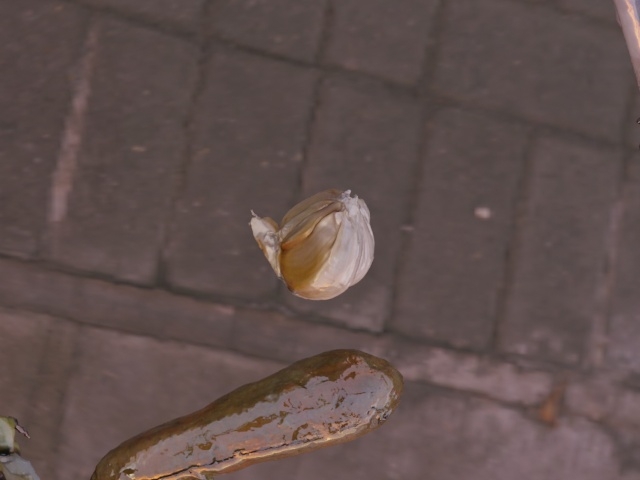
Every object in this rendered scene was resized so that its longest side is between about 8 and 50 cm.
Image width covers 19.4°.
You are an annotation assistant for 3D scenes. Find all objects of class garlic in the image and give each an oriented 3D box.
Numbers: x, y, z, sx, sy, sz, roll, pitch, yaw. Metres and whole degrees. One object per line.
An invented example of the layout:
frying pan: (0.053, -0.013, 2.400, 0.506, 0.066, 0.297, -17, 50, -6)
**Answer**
garlic: (0.005, -0.001, 1.473, 0.094, 0.113, 0.074, -35, 130, 20)

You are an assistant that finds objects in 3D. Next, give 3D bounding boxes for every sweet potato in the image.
sweet potato: (-0.063, 0.154, 1.515, 0.273, 0.075, 0.075, -20, 100, 1)

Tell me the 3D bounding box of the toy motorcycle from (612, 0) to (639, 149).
toy motorcycle: (0.107, -0.099, 0.587, 0.122, 0.215, 0.080, -41, 149, -11)

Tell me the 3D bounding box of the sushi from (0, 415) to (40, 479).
sushi: (-0.321, 0.257, 1.683, 0.131, 0.291, 0.139, 38, 100, -23)
